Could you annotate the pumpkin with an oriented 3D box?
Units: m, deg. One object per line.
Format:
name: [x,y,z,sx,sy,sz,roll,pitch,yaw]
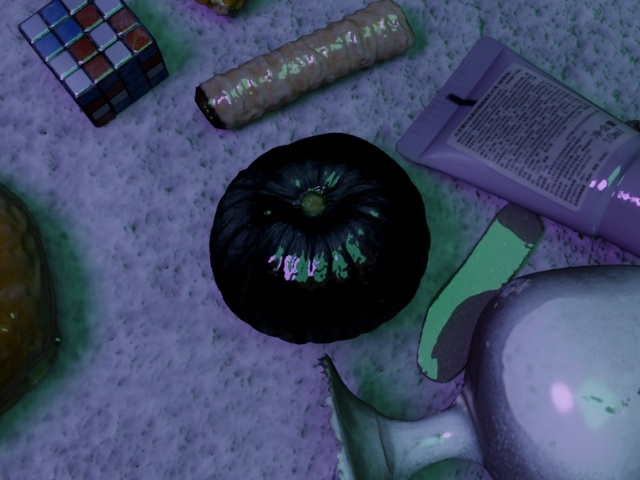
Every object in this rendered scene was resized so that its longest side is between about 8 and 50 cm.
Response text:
pumpkin: [0.000,0.000,0.783,0.201,0.140,0.202,-3,56,5]

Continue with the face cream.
face cream: [0.216,-0.080,0.819,0.273,0.096,0.154,35,85,27]

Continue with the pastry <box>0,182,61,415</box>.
pastry: [-0.395,0.057,0.767,0.329,0.136,0.330,0,81,0]

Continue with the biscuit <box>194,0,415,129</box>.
biscuit: [-0.016,-0.168,0.856,0.219,0.055,0.061,-27,89,-5]

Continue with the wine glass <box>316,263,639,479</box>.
wine glass: [0.172,0.150,0.730,0.322,0.238,0.238,-16,82,4]

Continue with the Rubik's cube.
Rubik's cube: [-0.211,-0.178,0.832,0.092,0.092,0.092,-39,84,-6]

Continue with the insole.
insole: [0.150,0.049,0.849,0.063,0.010,0.192,32,82,4]

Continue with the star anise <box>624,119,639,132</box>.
star anise: [0.369,-0.068,0.849,0.204,0.061,0.181,-33,84,-7]

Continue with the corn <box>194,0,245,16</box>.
corn: [-0.058,-0.361,0.864,0.101,0.101,0.292,27,81,2]
